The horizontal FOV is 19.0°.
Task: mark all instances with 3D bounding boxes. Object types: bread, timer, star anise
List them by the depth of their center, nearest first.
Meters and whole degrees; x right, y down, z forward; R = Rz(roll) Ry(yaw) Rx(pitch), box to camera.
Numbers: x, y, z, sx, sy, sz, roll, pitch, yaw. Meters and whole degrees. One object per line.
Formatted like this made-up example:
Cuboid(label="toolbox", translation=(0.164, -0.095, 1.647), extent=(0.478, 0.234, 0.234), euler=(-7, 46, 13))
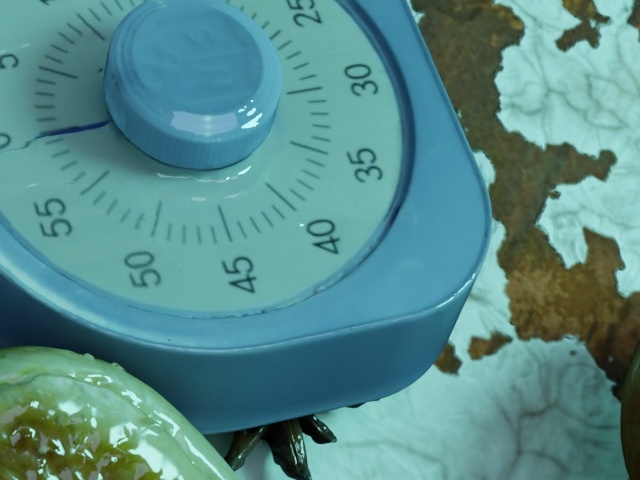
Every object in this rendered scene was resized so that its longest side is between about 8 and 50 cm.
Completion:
Cuboid(label="bread", translation=(-0.168, 0.214, 1.088), extent=(0.305, 0.158, 0.306), euler=(7, 75, -28))
Cuboid(label="timer", translation=(-0.102, -0.062, 1.230), extent=(0.394, 0.173, 0.395), euler=(6, 59, -10))
Cuboid(label="star anise", translation=(-0.033, 0.098, 1.276), extent=(0.141, 0.042, 0.141), euler=(7, 63, -14))

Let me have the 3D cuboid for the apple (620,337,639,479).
Cuboid(label="apple", translation=(0.343, 0.142, 1.283), extent=(0.301, 0.301, 0.302), euler=(8, 63, -16))
